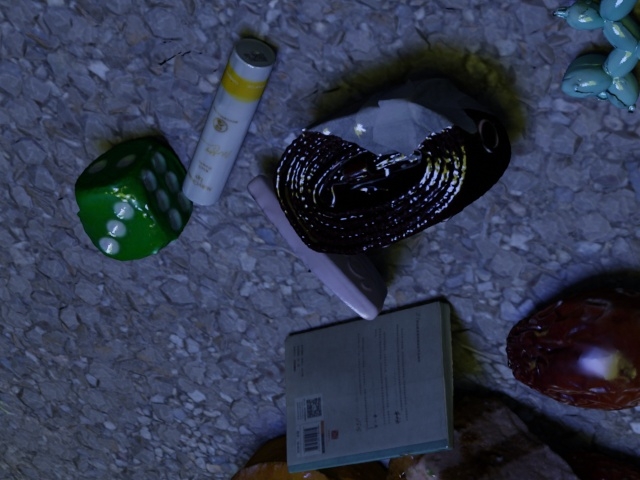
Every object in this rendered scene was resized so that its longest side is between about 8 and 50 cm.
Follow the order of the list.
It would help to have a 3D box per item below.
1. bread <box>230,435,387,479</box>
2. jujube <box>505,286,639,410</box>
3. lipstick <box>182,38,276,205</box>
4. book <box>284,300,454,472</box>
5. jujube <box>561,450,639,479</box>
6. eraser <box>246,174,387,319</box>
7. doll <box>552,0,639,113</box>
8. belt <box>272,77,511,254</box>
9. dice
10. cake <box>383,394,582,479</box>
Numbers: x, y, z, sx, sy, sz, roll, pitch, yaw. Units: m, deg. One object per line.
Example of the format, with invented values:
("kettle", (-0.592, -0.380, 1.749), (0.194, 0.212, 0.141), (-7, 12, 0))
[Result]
("bread", (-0.019, 0.449, 2.191), (0.312, 0.172, 0.312), (11, 127, 14))
("jujube", (0.348, 0.141, 1.780), (0.236, 0.168, 0.168), (-6, 127, 47))
("lipstick", (-0.124, -0.151, 1.794), (0.059, 0.059, 0.264), (27, 134, 1))
("book", (0.063, 0.212, 1.937), (0.283, 0.214, 0.025), (-13, 158, 35))
("jujube", (0.417, 0.370, 1.965), (0.176, 0.109, 0.112), (24, 100, 8))
("eraser", (0.001, -0.001, 1.814), (0.059, 0.204, 0.243), (-43, 91, 7))
("doll", (0.336, -0.217, 1.532), (0.159, 0.059, 0.159), (-26, 116, 36))
("belt", (0.093, -0.094, 1.685), (0.289, 0.164, 0.184), (-18, 93, 37))
("dice", (-0.256, -0.057, 1.886), (0.120, 0.131, 0.128), (-12, 121, 29))
("cake", (0.243, 0.389, 1.921), (0.293, 0.196, 0.198), (46, 139, 34))
